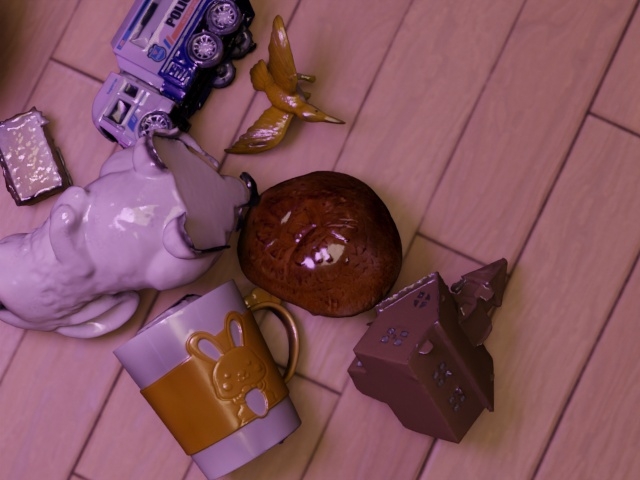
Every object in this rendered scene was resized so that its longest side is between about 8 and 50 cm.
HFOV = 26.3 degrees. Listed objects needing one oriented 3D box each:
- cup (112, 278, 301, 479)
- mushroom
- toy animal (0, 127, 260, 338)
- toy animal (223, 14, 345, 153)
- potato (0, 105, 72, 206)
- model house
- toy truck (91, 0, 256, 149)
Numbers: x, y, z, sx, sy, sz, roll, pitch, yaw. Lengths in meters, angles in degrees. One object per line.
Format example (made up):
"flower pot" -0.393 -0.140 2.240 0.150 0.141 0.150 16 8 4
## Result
"cup" -0.120 0.169 1.798 0.241 0.185 0.226 -30 88 -29
"mushroom" -0.005 -0.004 1.803 0.231 0.138 0.194 16 83 24
"toy animal" -0.277 0.010 1.777 0.357 0.258 0.194 -30 64 26
"toy animal" -0.032 -0.201 1.862 0.155 0.095 0.219 17 122 3
"potato" -0.395 -0.113 1.882 0.086 0.061 0.122 -21 81 -1
"model house" 0.164 0.111 1.810 0.248 0.176 0.181 -49 127 -24
"toy truck" -0.210 -0.238 1.864 0.155 0.124 0.268 29 82 12
